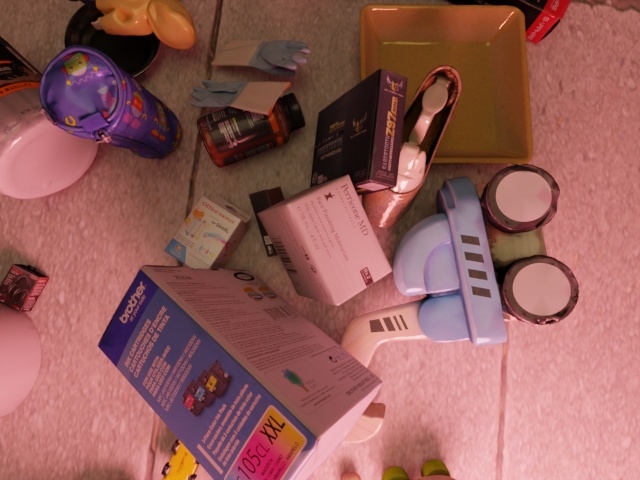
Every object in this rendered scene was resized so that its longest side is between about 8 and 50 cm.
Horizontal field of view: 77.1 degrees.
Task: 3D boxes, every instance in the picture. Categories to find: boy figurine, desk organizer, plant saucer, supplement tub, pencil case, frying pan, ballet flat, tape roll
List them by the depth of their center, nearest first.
[{"bbox_3d":[-0.340,-0.215,0.696,0.120,0.306,0.133,-15,95,-2],"label":"pencil case"},{"bbox_3d":[-0.665,0.222,0.702,0.246,0.169,0.245,0,82,0],"label":"tape roll"},{"bbox_3d":[0.161,-0.174,0.712,0.108,0.106,0.315,23,83,3],"label":"ballet flat"},{"bbox_3d":[-0.609,-0.254,0.744,0.338,0.207,0.207,41,84,4],"label":"supplement tub"},{"bbox_3d":[-0.365,-0.476,0.787,0.285,0.092,0.177,26,84,1],"label":"boy figurine"},{"bbox_3d":[-0.133,-0.225,0.796,0.198,0.106,0.106,-21,83,-3],"label":"supplement tub"},{"bbox_3d":[-0.092,-0.038,0.799,0.047,0.050,0.130,-11,100,31],"label":"desk organizer"},{"bbox_3d":[0.243,-0.306,0.823,0.333,0.081,0.332,1,83,-1],"label":"plant saucer"},{"bbox_3d":[-0.412,-0.479,0.852,0.198,0.053,0.325,16,81,0],"label":"frying pan"}]

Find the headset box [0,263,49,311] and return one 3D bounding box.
[{"bbox_3d":[-0.584,0.089,0.788,0.062,0.032,0.083,27,85,3],"label":"headset box"}]

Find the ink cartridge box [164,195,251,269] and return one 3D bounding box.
[{"bbox_3d":[-0.210,-0.013,0.776,0.092,0.090,0.143,31,84,3],"label":"ink cartridge box"}]

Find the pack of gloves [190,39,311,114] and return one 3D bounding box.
[{"bbox_3d":[-0.136,-0.316,0.795,0.232,0.046,0.195,17,68,30],"label":"pack of gloves"}]

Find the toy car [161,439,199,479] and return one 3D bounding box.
[{"bbox_3d":[-0.267,0.495,0.730,0.239,0.053,0.225,-34,85,-4],"label":"toy car"}]

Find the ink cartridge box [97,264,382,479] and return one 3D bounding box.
[{"bbox_3d":[-0.129,0.171,0.622,0.396,0.270,0.151,37,99,23],"label":"ink cartridge box"}]

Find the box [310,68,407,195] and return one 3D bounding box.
[{"bbox_3d":[0.057,-0.173,0.725,0.059,0.233,0.183,9,86,-26],"label":"box"}]

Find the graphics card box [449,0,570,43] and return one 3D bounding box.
[{"bbox_3d":[0.367,-0.614,0.857,0.371,0.094,0.232,27,84,2],"label":"graphics card box"}]

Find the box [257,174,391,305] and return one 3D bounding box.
[{"bbox_3d":[0.000,0.000,0.702,0.119,0.182,0.180,-30,100,-21],"label":"box"}]

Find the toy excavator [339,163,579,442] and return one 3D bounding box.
[{"bbox_3d":[0.187,0.116,0.730,0.446,0.222,0.432,-10,84,12],"label":"toy excavator"}]

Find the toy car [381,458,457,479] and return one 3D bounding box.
[{"bbox_3d":[0.190,0.515,0.689,0.149,0.155,0.188,-9,93,-2],"label":"toy car"}]

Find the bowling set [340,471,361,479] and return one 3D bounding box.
[{"bbox_3d":[-0.060,0.511,0.690,0.200,0.287,0.154,-18,71,40],"label":"bowling set"}]
